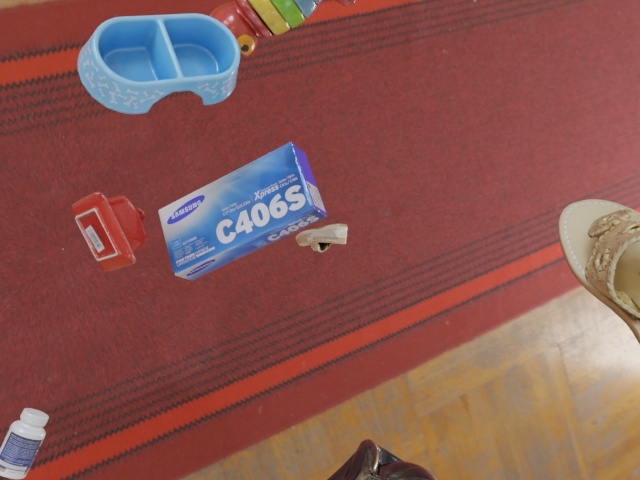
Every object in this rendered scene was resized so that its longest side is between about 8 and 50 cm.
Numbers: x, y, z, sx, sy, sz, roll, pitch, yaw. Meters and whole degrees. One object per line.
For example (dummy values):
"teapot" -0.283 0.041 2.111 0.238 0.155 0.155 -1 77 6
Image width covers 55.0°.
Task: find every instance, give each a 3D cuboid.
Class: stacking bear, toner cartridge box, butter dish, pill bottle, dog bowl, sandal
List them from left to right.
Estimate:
"pill bottle" -0.575 0.390 1.186 0.067 0.067 0.120 26 81 -20
"butter dish" -0.416 -0.032 1.276 0.118 0.160 0.160 -34 105 -43
"dog bowl" -0.279 -0.327 1.109 0.297 0.074 0.165 -16 79 -31
"toner cartridge box" -0.174 -0.058 1.327 0.348 0.075 0.165 -25 68 15
"stacking bear" -0.105 -0.482 1.245 0.289 0.175 0.164 -36 63 9
"sandal" 0.248 0.027 0.449 0.088 0.240 0.079 -13 136 6

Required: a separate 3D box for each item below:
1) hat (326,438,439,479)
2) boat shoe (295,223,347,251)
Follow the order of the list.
"hat" 0.065 0.266 0.564 0.331 0.331 0.133 26 90 -20
"boat shoe" 0.000 0.000 1.533 0.063 0.170 0.059 4 77 -40
